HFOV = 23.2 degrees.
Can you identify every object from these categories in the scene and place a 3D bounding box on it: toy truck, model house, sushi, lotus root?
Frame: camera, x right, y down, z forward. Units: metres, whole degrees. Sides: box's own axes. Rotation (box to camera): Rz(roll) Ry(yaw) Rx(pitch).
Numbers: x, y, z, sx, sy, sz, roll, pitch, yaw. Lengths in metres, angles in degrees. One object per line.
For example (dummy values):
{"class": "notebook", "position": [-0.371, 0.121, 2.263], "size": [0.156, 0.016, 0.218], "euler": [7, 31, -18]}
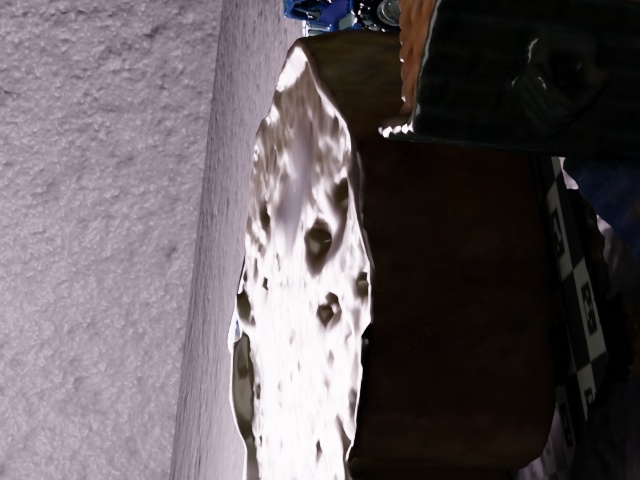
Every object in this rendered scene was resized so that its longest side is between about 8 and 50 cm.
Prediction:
{"class": "toy truck", "position": [0.039, -0.231, 1.316], "size": [0.208, 0.126, 0.113], "euler": [112, 162, -50]}
{"class": "model house", "position": [0.125, -0.082, 0.631], "size": [0.166, 0.183, 0.172], "euler": [114, 162, -60]}
{"class": "sushi", "position": [0.134, 0.023, 0.814], "size": [0.279, 0.043, 0.192], "euler": [83, 178, -64]}
{"class": "lotus root", "position": [0.020, 0.058, 0.906], "size": [0.375, 0.111, 0.390], "euler": [-114, 25, -49]}

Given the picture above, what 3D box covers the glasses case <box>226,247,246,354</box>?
{"class": "glasses case", "position": [0.000, 0.000, 1.373], "size": [0.076, 0.125, 0.327], "euler": [-84, 6, -55]}
